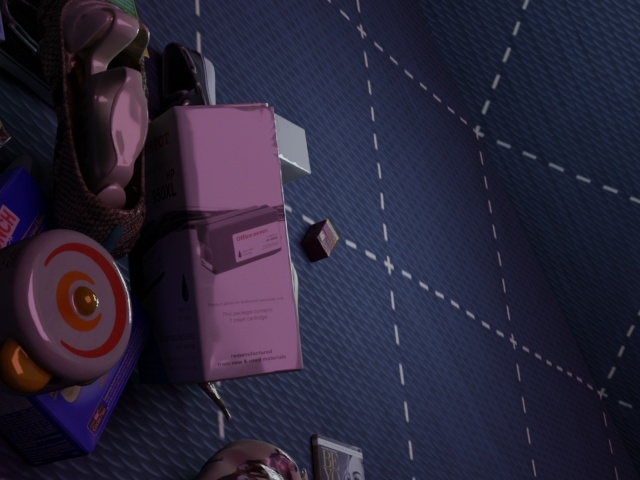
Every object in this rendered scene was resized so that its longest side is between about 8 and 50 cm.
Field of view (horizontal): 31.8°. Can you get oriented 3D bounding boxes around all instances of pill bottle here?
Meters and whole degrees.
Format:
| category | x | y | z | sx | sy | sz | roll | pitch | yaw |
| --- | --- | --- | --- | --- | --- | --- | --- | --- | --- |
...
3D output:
| category | x | y | z | sx | sy | sz | roll | pitch | yaw |
| --- | --- | --- | --- | --- | --- | --- | --- | --- | --- |
| pill bottle | -0.399 | -0.062 | 1.682 | 0.152 | 0.086 | 0.086 | 41 | 39 | -43 |

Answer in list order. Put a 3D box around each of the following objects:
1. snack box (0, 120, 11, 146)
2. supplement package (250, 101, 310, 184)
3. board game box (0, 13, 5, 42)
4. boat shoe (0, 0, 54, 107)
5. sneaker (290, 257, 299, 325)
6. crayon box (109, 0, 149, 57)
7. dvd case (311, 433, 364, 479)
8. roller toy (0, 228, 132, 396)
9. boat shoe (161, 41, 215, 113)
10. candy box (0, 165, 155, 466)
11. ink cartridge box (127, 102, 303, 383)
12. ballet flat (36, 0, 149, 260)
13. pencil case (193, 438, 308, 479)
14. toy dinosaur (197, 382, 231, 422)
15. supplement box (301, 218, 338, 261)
| category | x | y | z | sx | sy | sz | roll | pitch | yaw |
| --- | --- | --- | --- | --- | --- | --- | --- | --- | --- |
| snack box | -0.510 | -0.151 | 1.593 | 0.100 | 0.037 | 0.141 | 58 | 30 | -20 |
| supplement package | -0.114 | -0.187 | 2.251 | 0.179 | 0.105 | 0.105 | 24 | 51 | -53 |
| board game box | -0.576 | -0.333 | 1.483 | 0.275 | 0.142 | 0.144 | 10 | 64 | -59 |
| boat shoe | -0.412 | -0.294 | 1.789 | 0.306 | 0.104 | 0.113 | 39 | 41 | -44 |
| sneaker | -0.087 | 0.101 | 2.153 | 0.086 | 0.064 | 0.192 | 23 | 56 | -60 |
| crayon box | -0.404 | -0.464 | 1.894 | 0.203 | 0.083 | 0.323 | 18 | 54 | -72 |
| dvd case | 0.042 | 0.497 | 2.178 | 0.164 | 0.018 | 0.221 | 31 | 47 | -50 |
| roller toy | -0.334 | 0.088 | 1.383 | 0.209 | 0.146 | 0.191 | -3 | 77 | -57 |
| boat shoe | -0.242 | -0.234 | 2.055 | 0.102 | 0.108 | 0.301 | 32 | 43 | -50 |
| candy box | -0.399 | 0.103 | 1.538 | 0.317 | 0.122 | 0.268 | 56 | 32 | -27 |
| ink cartridge box | -0.177 | 0.012 | 1.708 | 0.166 | 0.285 | 0.395 | -4 | 85 | -28 |
| ballet flat | -0.303 | -0.209 | 1.598 | 0.164 | 0.182 | 0.483 | 8 | 59 | -31 |
| pencil case | -0.150 | 0.465 | 1.681 | 0.410 | 0.183 | 0.160 | -57 | 161 | -57 |
| toy dinosaur | -0.212 | 0.169 | 1.877 | 0.268 | 0.064 | 0.118 | 52 | 44 | -12 |
| supplement box | 0.000 | 0.000 | 2.399 | 0.055 | 0.043 | 0.083 | 60 | 28 | -18 |
